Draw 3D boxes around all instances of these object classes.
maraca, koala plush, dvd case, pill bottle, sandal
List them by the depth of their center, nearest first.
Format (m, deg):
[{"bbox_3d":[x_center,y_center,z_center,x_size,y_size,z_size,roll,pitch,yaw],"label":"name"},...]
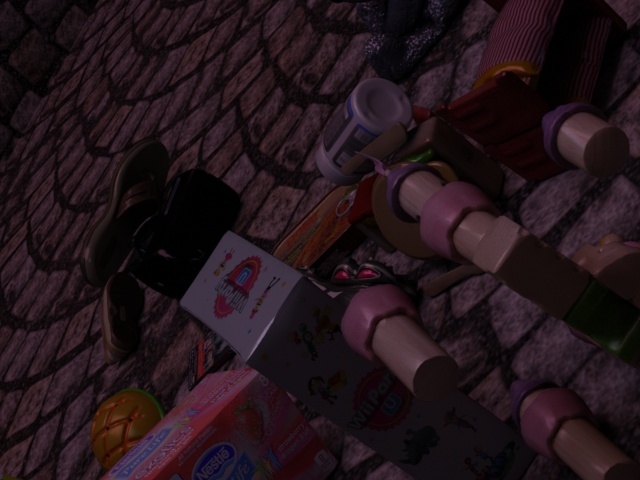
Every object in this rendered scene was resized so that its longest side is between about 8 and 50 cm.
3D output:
[{"bbox_3d":[0.049,-0.125,1.705,0.137,0.078,0.078,-51,17,55],"label":"pill bottle"},{"bbox_3d":[-0.252,0.280,1.995,0.185,0.099,0.127,36,100,42],"label":"maraca"},{"bbox_3d":[-0.148,0.154,2.064,0.119,0.013,0.087,-46,25,23],"label":"dvd case"},{"bbox_3d":[0.085,-0.388,2.082,0.203,0.221,0.196,-44,25,23],"label":"koala plush"},{"bbox_3d":[-0.332,-0.044,2.586,0.086,0.120,0.303,3,58,31],"label":"sandal"}]

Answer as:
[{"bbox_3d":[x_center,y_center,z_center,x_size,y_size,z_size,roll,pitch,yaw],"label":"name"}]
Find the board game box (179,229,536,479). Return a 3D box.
[{"bbox_3d":[0.033,0.128,1.389,0.097,0.303,0.224,-56,24,-3],"label":"board game box"}]

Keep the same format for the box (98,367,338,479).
[{"bbox_3d":[-0.148,0.290,1.591,0.300,0.154,0.142,-44,16,-31],"label":"box"}]

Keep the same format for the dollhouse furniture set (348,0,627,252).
[{"bbox_3d":[0.166,-0.155,1.704,0.374,0.152,0.201,-26,36,48],"label":"dollhouse furniture set"}]

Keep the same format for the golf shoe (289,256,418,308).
[{"bbox_3d":[0.001,0.095,1.754,0.273,0.105,0.120,-14,53,57],"label":"golf shoe"}]

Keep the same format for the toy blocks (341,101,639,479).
[{"bbox_3d":[0.195,0.012,1.255,0.309,0.288,0.260,-56,29,6],"label":"toy blocks"}]

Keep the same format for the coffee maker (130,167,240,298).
[{"bbox_3d":[-0.196,-0.013,2.279,0.171,0.120,0.178,-3,54,33],"label":"coffee maker"}]

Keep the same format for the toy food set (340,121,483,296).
[{"bbox_3d":[0.117,-0.037,1.644,0.132,0.192,0.038,-33,1,45],"label":"toy food set"}]

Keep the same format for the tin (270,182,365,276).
[{"bbox_3d":[0.000,0.000,1.941,0.189,0.040,0.106,-44,35,14],"label":"tin"}]

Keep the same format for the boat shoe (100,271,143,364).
[{"bbox_3d":[-0.343,0.131,2.404,0.072,0.068,0.190,-55,21,30],"label":"boat shoe"}]

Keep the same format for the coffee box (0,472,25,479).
[{"bbox_3d":[-0.458,0.486,1.688,0.338,0.334,0.338,124,160,-45],"label":"coffee box"}]
